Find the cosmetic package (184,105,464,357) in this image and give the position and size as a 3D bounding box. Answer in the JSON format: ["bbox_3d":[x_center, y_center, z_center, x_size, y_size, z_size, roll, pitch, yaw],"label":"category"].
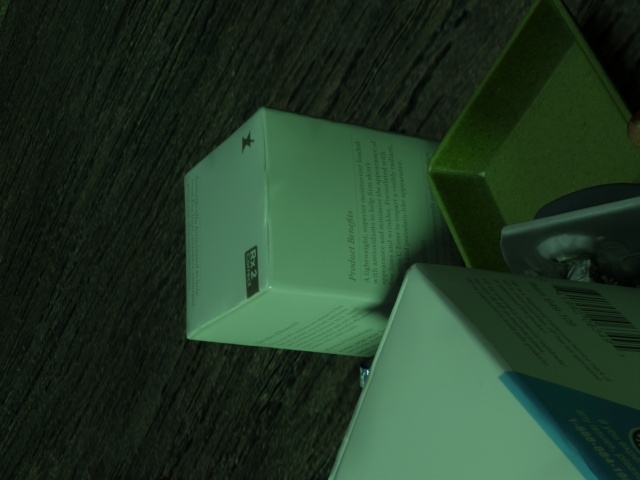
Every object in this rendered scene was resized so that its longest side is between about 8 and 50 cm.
[{"bbox_3d":[0.000,0.000,1.056,0.151,0.184,0.151,-34,53,54],"label":"cosmetic package"}]

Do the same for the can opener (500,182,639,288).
[{"bbox_3d":[0.227,-0.021,0.711,0.283,0.076,0.095,-15,39,42],"label":"can opener"}]

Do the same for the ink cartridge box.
[{"bbox_3d":[0.166,0.151,0.619,0.198,0.270,0.197,53,130,53],"label":"ink cartridge box"}]

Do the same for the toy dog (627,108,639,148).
[{"bbox_3d":[0.258,-0.070,0.505,0.334,0.220,0.161,-5,35,49],"label":"toy dog"}]

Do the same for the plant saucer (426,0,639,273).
[{"bbox_3d":[0.163,-0.050,0.916,0.188,0.045,0.188,-58,36,36],"label":"plant saucer"}]

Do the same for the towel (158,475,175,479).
[{"bbox_3d":[-0.149,0.410,1.386,0.275,0.031,0.199,50,128,56],"label":"towel"}]

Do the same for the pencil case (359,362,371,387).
[{"bbox_3d":[0.122,0.114,0.883,0.206,0.086,0.088,23,112,49],"label":"pencil case"}]
